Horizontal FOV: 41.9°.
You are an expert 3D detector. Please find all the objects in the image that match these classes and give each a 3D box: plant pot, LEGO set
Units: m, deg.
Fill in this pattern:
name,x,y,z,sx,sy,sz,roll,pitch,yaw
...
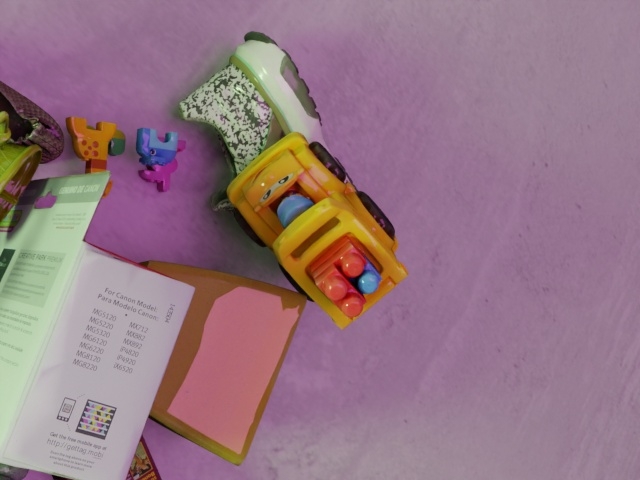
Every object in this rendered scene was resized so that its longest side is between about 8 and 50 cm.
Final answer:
name,x,y,z,sx,sy,sz,roll,pitch,yaw
plant pot,-0.171,0.128,1.031,0.187,0.212,0.212,28,75,-21
LEGO set,-0.259,-0.093,1.021,0.227,0.087,0.093,5,88,-35

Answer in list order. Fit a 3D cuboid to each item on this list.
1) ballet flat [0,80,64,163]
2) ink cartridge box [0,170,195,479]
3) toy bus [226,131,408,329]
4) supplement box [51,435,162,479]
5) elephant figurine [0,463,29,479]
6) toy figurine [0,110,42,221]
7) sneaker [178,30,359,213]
name,x,y,z,sx,sy,sz,roll,pitch,yaw
ballet flat,-0.393,-0.160,0.904,0.249,0.058,0.084,33,86,-15
ink cartridge box,-0.274,0.079,0.875,0.130,0.309,0.272,27,76,-34
toy bus,0.000,0.000,1.015,0.149,0.211,0.220,-40,110,8
supplement box,-0.260,0.303,1.034,0.104,0.080,0.188,-29,108,-33
elephant figurine,-0.388,0.349,0.909,0.185,0.169,0.240,1,108,-8
toy figurine,-0.466,-0.004,0.813,0.217,0.191,0.363,27,74,6
sneaker,-0.061,-0.069,1.160,0.182,0.158,0.410,-32,109,-10
